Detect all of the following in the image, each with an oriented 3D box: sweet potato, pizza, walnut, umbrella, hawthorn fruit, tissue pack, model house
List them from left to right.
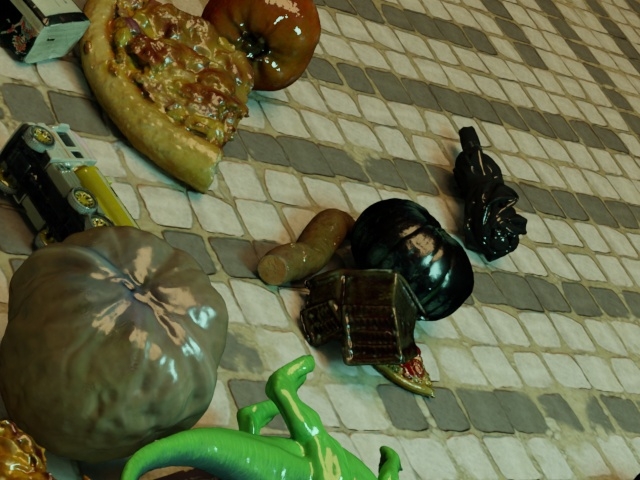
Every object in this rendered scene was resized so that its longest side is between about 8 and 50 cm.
[{"bbox_3d":[-0.422,-0.337,1.988,0.170,0.090,0.103,49,32,14],"label":"tissue pack"},{"bbox_3d":[-0.221,0.112,1.476,0.248,0.248,0.248,27,32,-19],"label":"walnut"},{"bbox_3d":[-0.214,-0.235,2.058,0.278,0.114,0.408,3,52,-35],"label":"pizza"},{"bbox_3d":[-0.097,-0.342,2.251,0.197,0.196,0.225,31,21,-13],"label":"hawthorn fruit"},{"bbox_3d":[0.000,0.000,2.020,0.067,0.059,0.281,50,32,1],"label":"sweet potato"},{"bbox_3d":[0.055,0.118,1.897,0.165,0.106,0.152,-2,43,11],"label":"model house"},{"bbox_3d":[0.110,0.169,1.943,0.099,0.029,0.100,13,39,-35],"label":"pizza"},{"bbox_3d":[0.278,-0.096,2.407,0.118,0.118,0.340,26,29,-20],"label":"umbrella"}]

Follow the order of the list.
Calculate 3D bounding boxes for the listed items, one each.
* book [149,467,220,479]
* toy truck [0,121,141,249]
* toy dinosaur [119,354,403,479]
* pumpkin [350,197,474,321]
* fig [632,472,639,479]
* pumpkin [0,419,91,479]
[{"bbox_3d":[-0.092,0.341,1.504,0.157,0.026,0.231,-8,54,-52],"label":"book"},{"bbox_3d":[-0.297,-0.039,1.723,0.227,0.098,0.114,53,30,18],"label":"toy truck"},{"bbox_3d":[-0.010,0.328,1.493,0.374,0.144,0.500,57,27,3],"label":"toy dinosaur"},{"bbox_3d":[0.128,0.030,2.037,0.202,0.140,0.202,40,11,-9],"label":"pumpkin"},{"bbox_3d":[0.538,0.364,1.922,0.186,0.249,0.203,21,31,-42],"label":"fig"},{"bbox_3d":[-0.338,0.237,1.327,0.278,0.111,0.163,44,46,5],"label":"pumpkin"}]
